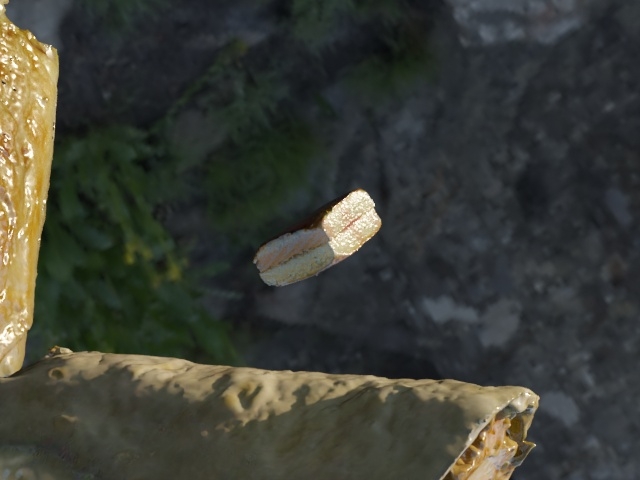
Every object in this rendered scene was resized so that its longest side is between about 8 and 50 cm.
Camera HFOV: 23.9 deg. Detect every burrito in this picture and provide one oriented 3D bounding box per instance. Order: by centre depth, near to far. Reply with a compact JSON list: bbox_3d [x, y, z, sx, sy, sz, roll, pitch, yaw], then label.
[{"bbox_3d":[-0.046,0.126,0.776,0.299,0.143,0.105,4,150,21],"label":"burrito"}]

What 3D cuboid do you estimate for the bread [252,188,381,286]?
[{"bbox_3d":[0.000,0.000,1.184,0.109,0.043,0.062,-30,-174,-5],"label":"bread"}]

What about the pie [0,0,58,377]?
[{"bbox_3d":[-0.233,-0.039,1.046,0.068,0.282,0.128,-3,159,21],"label":"pie"}]
